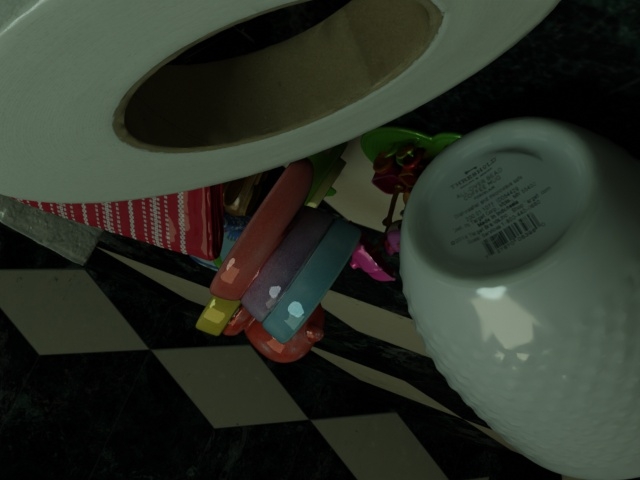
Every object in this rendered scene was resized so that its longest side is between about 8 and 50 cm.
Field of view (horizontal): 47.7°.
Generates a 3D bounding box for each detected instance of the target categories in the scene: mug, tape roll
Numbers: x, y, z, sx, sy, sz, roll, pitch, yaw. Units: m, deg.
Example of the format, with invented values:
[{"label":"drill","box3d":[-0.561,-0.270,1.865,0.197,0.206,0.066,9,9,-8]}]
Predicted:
[{"label":"mug","box3d":[0.266,0.031,0.675,0.374,0.276,0.328,-23,138,23]},{"label":"tape roll","box3d":[-0.034,-0.125,0.444,0.392,0.072,0.392,-19,172,-3]}]

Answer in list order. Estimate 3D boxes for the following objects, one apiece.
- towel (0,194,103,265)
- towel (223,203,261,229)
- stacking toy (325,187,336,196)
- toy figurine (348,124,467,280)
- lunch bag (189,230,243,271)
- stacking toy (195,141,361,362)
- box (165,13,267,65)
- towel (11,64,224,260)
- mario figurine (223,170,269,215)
[{"label":"towel","box3d":[-0.473,-0.093,1.269,0.049,0.187,0.282,25,169,44]},{"label":"towel","box3d":[-0.178,-0.056,1.061,0.243,0.040,0.336,13,-173,23]},{"label":"stacking toy","box3d":[-0.105,-0.117,0.987,0.221,0.052,0.167,5,157,38]},{"label":"toy figurine","box3d":[0.095,-0.030,0.807,0.130,0.159,0.173,35,158,-35]},{"label":"lunch bag","box3d":[-0.096,0.011,1.176,0.176,0.090,0.219,4,-172,-41]},{"label":"stacking toy","box3d":[0.000,0.000,0.778,0.130,0.279,0.309,34,162,-2]},{"label":"box","box3d":[-0.176,-0.233,0.640,0.184,0.103,0.261,29,162,-31]},{"label":"towel","box3d":[-0.217,-0.096,0.714,0.275,0.031,0.198,16,125,17]},{"label":"mario figurine","box3d":[-0.230,-0.111,0.864,0.321,0.170,0.198,28,144,13]}]
